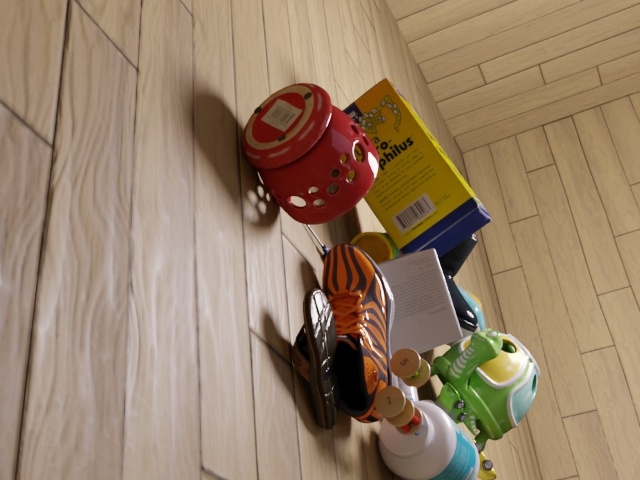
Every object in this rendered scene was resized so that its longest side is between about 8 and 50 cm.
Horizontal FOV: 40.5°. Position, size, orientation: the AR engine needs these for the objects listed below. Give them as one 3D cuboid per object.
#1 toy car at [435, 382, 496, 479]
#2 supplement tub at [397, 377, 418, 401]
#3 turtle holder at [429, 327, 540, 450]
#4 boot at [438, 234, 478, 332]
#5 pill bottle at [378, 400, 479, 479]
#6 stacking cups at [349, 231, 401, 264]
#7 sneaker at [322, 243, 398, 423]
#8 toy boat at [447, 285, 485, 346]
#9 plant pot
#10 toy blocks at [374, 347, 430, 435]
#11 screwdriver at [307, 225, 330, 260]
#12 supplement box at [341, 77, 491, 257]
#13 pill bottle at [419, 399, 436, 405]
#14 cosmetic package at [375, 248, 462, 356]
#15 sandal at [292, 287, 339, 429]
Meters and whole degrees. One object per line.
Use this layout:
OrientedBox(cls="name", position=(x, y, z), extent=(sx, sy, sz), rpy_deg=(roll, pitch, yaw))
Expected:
OrientedBox(cls="toy car", position=(0.293, 0.407, 1.925), extent=(0.239, 0.053, 0.225), rpy_deg=(47, -19, 51))
OrientedBox(cls="supplement tub", position=(0.156, 0.294, 1.729), extent=(0.071, 0.071, 0.107), rpy_deg=(51, 26, -50))
OrientedBox(cls="turtle holder", position=(0.383, 0.316, 2.058), extent=(0.320, 0.227, 0.243), rpy_deg=(56, -5, -25))
OrientedBox(cls="boot", position=(0.316, 0.074, 2.070), extent=(0.246, 0.207, 0.094), rpy_deg=(35, 4, 28))
OrientedBox(cls="pill bottle", position=(0.199, 0.391, 1.630), extent=(0.264, 0.146, 0.146), rpy_deg=(48, 28, -54))
OrientedBox(cls="stacking cups", position=(0.132, 0.021, 1.943), extent=(0.316, 0.096, 0.096), rpy_deg=(-14, 86, -78))
OrientedBox(cls="sneaker", position=(0.054, 0.144, 1.467), extent=(0.180, 0.124, 0.321), rpy_deg=(33, 41, -66))
OrientedBox(cls="toy boat", position=(0.321, 0.127, 2.215), extent=(0.318, 0.148, 0.267), rpy_deg=(59, -10, -6))
OrientedBox(cls="plant pot", position=(-0.025, -0.147, 1.433), extent=(0.174, 0.191, 0.191), rpy_deg=(44, 31, -41))
OrientedBox(cls="toy blocks", position=(0.153, 0.262, 1.464), extent=(0.123, 0.054, 0.148), rpy_deg=(-65, 147, -18))
OrientedBox(cls="screwdriver", position=(0.000, 0.000, 1.625), extent=(0.024, 0.025, 0.170), rpy_deg=(-88, 155, -50))
OrientedBox(cls="supplement box", position=(0.189, -0.145, 1.917), extent=(0.356, 0.195, 0.194), rpy_deg=(57, 12, 16))
OrientedBox(cls="pill bottle", position=(0.238, 0.409, 1.876), extent=(0.065, 0.065, 0.116), rpy_deg=(-65, 134, -67))
OrientedBox(cls="cosmetic package", position=(0.160, 0.127, 1.691), extent=(0.151, 0.151, 0.184), rpy_deg=(156, -84, -77))
OrientedBox(cls="sandal", position=(-0.011, 0.185, 1.346), extent=(0.090, 0.060, 0.219), rpy_deg=(-34, 119, -67))
